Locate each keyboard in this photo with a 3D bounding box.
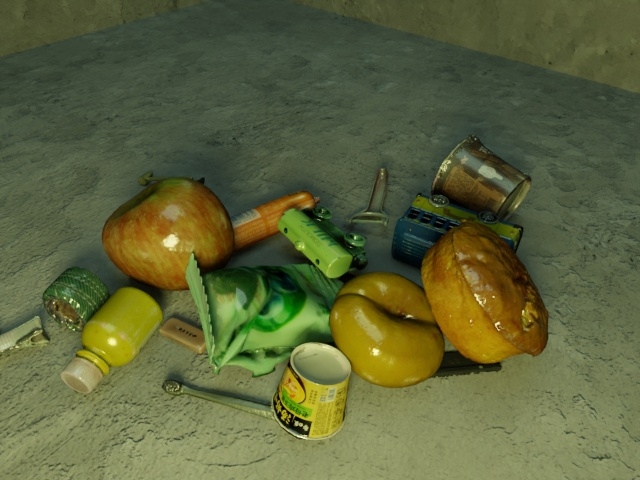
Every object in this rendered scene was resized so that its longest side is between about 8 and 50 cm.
[{"bbox_3d":[0.283,0.264,1.054,0.196,0.018,0.060,-3,34,-6],"label":"keyboard"}]

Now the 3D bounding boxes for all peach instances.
[{"bbox_3d":[0.136,0.174,1.001,0.251,0.153,0.251,22,43,-22],"label":"peach"}]

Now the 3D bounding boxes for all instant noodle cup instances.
[{"bbox_3d":[0.463,-0.158,1.415,0.218,0.217,0.207,-30,57,-32],"label":"instant noodle cup"},{"bbox_3d":[-0.009,0.274,0.925,0.152,0.122,0.151,13,27,-7],"label":"instant noodle cup"}]

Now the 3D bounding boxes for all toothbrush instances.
[{"bbox_3d":[-0.170,0.316,0.964,0.298,0.030,0.030,12,66,9],"label":"toothbrush"}]

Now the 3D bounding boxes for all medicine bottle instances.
[{"bbox_3d":[-0.428,0.205,1.009,0.122,0.121,0.212,14,42,14],"label":"medicine bottle"}]

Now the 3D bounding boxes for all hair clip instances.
[{"bbox_3d":[-0.690,0.222,1.021,0.219,0.071,0.159,-20,39,-32],"label":"hair clip"}]

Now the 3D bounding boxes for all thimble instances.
[{"bbox_3d":[-0.531,0.131,1.080,0.119,0.135,0.090,16,43,9],"label":"thimble"}]

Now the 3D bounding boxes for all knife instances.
[{"bbox_3d":[0.157,-0.123,1.470,0.124,0.053,0.277,7,40,13],"label":"knife"}]

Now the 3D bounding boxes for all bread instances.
[{"bbox_3d":[0.341,0.111,1.024,0.312,0.172,0.312,34,36,-29],"label":"bread"}]

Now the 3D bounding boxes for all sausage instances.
[{"bbox_3d":[-0.128,-0.065,1.362,0.312,0.092,0.093,-26,48,-29],"label":"sausage"}]

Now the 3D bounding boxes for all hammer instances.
[{"bbox_3d":[-0.465,-0.192,1.515,0.196,0.028,0.060,4,34,22],"label":"hammer"}]

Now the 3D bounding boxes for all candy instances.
[{"bbox_3d":[-0.083,0.140,1.075,0.399,0.171,0.262,-5,46,-30],"label":"candy"}]

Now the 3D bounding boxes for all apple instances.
[{"bbox_3d":[-0.351,-0.006,1.181,0.277,0.250,0.309,-43,29,-18],"label":"apple"}]

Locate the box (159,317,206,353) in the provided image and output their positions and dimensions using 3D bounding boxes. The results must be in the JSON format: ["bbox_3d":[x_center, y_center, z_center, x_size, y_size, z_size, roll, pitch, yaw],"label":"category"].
[{"bbox_3d":[-0.295,0.207,1.087,0.115,0.025,0.048,21,46,20],"label":"box"}]

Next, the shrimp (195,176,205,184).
[{"bbox_3d":[-0.369,-0.107,1.426,0.145,0.059,0.254,21,44,17],"label":"shrimp"}]

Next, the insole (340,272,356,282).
[{"bbox_3d":[0.111,0.117,1.215,0.153,0.002,0.053,27,28,23],"label":"insole"}]

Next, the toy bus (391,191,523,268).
[{"bbox_3d":[0.347,0.003,1.266,0.288,0.138,0.175,22,43,21],"label":"toy bus"}]

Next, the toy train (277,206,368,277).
[{"bbox_3d":[0.000,0.000,1.259,0.158,0.105,0.253,-13,43,-40],"label":"toy train"}]
